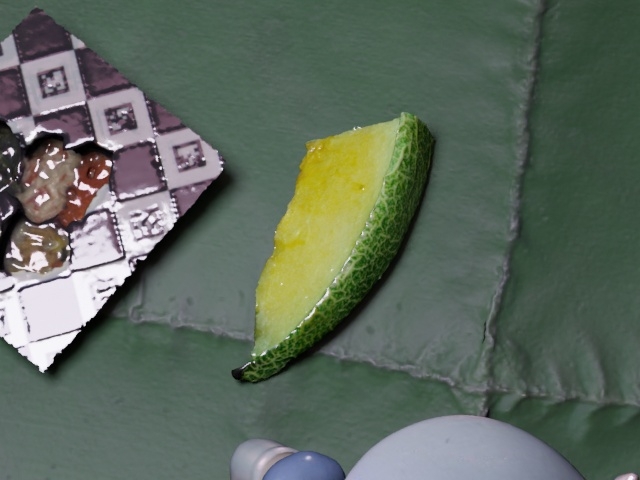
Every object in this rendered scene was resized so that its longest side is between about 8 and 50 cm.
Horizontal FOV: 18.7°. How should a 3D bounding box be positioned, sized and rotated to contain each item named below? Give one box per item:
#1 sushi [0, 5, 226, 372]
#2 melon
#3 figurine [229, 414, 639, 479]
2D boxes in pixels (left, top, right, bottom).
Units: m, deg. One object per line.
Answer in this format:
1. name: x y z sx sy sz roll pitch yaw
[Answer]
1. sushi: -0.229 -0.040 1.608 0.220 0.047 0.231 39 80 12
2. melon: 0.000 0.001 1.574 0.114 0.053 0.261 22 71 20
3. figurine: 0.022 0.226 1.334 0.382 0.205 0.224 -2 46 45
